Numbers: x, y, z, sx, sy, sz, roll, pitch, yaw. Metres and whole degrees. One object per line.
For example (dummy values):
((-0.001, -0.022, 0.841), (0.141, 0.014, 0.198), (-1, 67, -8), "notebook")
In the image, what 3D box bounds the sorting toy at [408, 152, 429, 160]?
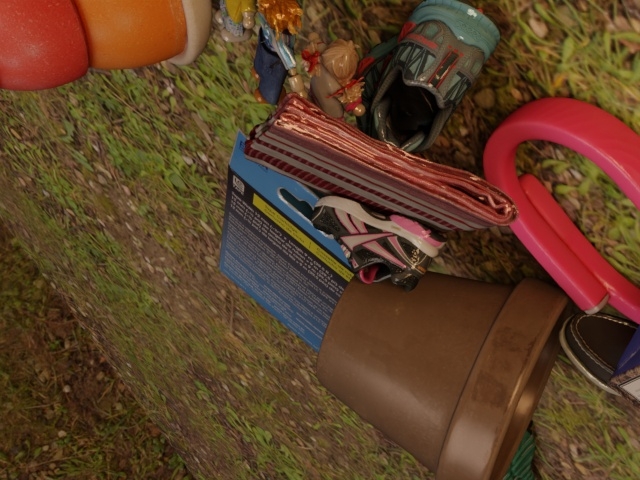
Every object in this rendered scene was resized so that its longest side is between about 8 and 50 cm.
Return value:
((0.105, -0.072, 1.497), (0.061, 0.042, 0.102), (59, 170, 7), "sorting toy")

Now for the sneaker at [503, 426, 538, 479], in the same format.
((0.239, 0.300, 1.819), (0.098, 0.083, 0.224), (35, 156, 34), "sneaker")

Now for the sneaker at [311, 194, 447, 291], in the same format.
((0.048, 0.005, 1.418), (0.072, 0.077, 0.178), (30, 172, -40), "sneaker")

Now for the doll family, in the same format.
((-0.052, -0.220, 1.313), (0.163, 0.118, 0.263), (111, 139, -65), "doll family")

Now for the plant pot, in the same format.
((0.125, 0.135, 1.454), (0.229, 0.263, 0.263), (23, 151, 14), "plant pot")

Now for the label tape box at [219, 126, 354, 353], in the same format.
((0.000, 0.000, 1.691), (0.249, 0.115, 0.348), (39, 152, 14), "label tape box")

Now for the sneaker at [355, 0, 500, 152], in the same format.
((0.077, -0.137, 1.294), (0.104, 0.125, 0.262), (30, 156, -2), "sneaker")

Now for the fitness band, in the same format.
((0.278, -0.013, 1.277), (0.291, 0.054, 0.209), (48, 156, -7), "fitness band")

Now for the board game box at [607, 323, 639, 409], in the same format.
((0.428, 0.123, 1.074), (0.291, 0.141, 0.232), (37, 155, -3), "board game box")

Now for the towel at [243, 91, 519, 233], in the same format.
((0.046, -0.067, 1.324), (0.237, 0.037, 0.329), (24, 175, -8), "towel")

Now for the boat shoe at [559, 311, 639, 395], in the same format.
((0.353, 0.134, 1.352), (0.227, 0.081, 0.069), (31, 159, 10), "boat shoe")

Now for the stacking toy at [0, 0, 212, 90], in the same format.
((-0.388, -0.258, 1.404), (0.351, 0.479, 0.351), (53, 163, 23), "stacking toy")
